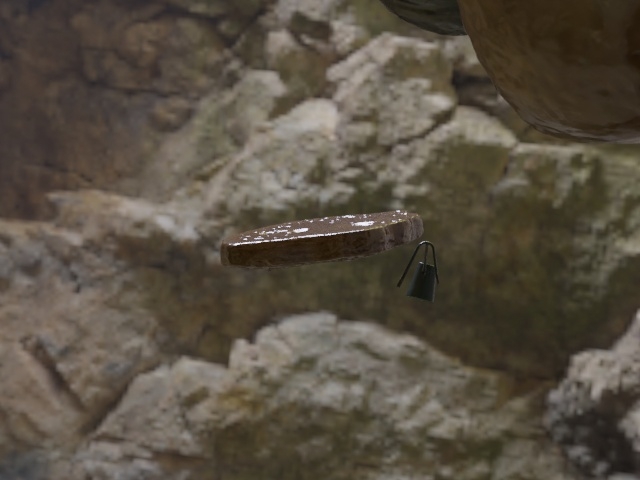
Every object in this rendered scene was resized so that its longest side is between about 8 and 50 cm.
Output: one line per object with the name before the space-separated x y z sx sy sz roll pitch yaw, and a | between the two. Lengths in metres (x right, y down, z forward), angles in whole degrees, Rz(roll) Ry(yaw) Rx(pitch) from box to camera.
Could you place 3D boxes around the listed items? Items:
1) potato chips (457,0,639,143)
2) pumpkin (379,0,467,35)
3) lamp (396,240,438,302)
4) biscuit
potato chips | 0.160 -0.106 0.599 0.208 0.195 0.062 98 163 -48
pumpkin | 0.091 -0.223 0.739 0.211 0.152 0.211 -39 -40 -43
lamp | 0.110 0.034 1.375 0.121 0.041 0.054 50 -125 -80
biscuit | 0.000 0.002 1.651 0.273 0.257 0.049 -26 -71 -70
